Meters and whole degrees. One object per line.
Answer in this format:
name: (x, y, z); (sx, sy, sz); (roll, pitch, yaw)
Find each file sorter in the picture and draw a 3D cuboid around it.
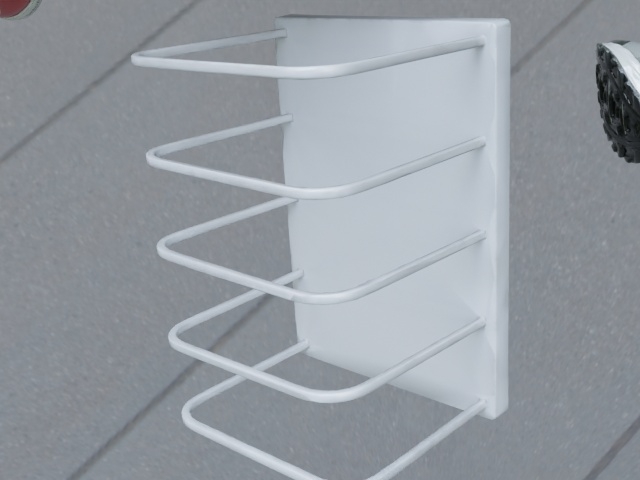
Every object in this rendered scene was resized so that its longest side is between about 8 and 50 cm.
file sorter: (0.000, 0.000, 0.617); (0.192, 0.278, 0.173); (14, 26, 41)

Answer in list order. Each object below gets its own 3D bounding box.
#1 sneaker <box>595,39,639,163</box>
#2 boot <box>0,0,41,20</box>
sneaker: (0.327, -0.114, 0.803); (0.108, 0.100, 0.271); (-19, 31, -5)
boot: (-0.383, -0.290, 0.812); (0.244, 0.176, 0.088); (34, 100, 2)
